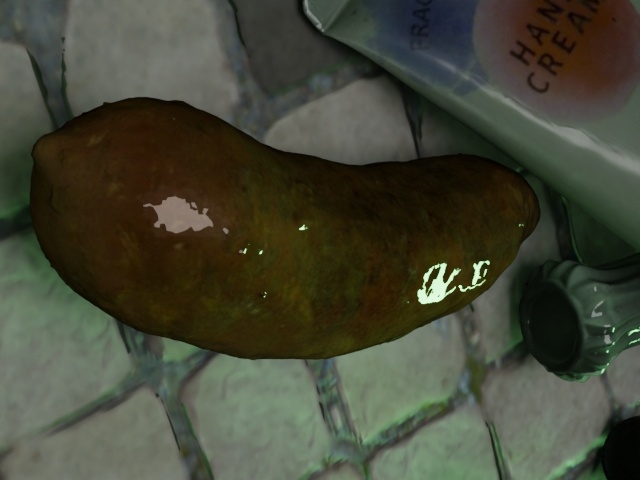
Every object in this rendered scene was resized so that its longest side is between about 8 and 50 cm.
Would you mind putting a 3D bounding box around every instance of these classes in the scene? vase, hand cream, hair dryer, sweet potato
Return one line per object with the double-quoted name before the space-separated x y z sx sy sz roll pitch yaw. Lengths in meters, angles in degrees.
"vase" 0.173 0.028 0.716 0.149 0.081 0.081 -14 103 -31
"hand cream" 0.155 -0.052 0.648 0.341 0.078 0.124 37 72 -10
"hair dryer" 0.172 0.172 0.756 0.071 0.047 0.150 21 93 -35
"sweet potato" 0.001 0.002 0.576 0.292 0.097 0.097 6 91 -46
